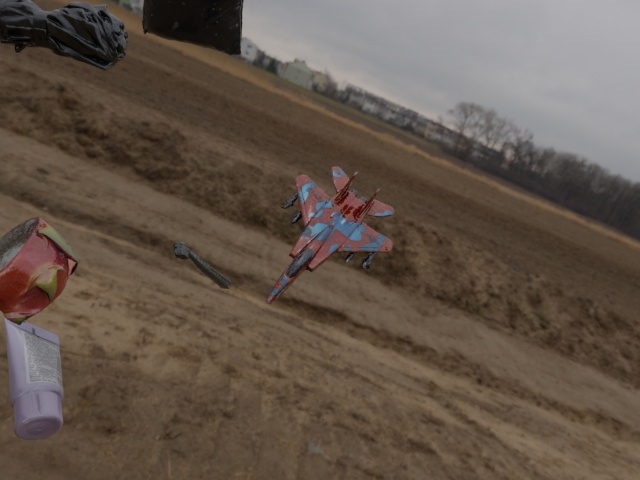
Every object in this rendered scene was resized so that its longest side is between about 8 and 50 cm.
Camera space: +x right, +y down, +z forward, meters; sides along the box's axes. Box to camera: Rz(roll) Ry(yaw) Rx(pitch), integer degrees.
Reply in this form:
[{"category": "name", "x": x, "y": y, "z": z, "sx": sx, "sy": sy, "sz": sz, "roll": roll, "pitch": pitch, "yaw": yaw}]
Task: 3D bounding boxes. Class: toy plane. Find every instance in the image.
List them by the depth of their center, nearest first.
[{"category": "toy plane", "x": -0.001, "y": 0.001, "z": 0.602, "sx": 0.130, "sy": 0.189, "sz": 0.061, "roll": 39, "pitch": -26, "yaw": 3}]

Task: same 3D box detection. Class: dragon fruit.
[{"category": "dragon fruit", "x": -0.218, "y": 0.019, "z": 0.441, "sx": 0.056, "sy": 0.060, "sz": 0.083, "roll": 53, "pitch": 3, "yaw": -28}]

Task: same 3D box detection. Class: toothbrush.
[{"category": "toothbrush", "x": -0.267, "y": 0.067, "z": 1.327, "sx": 0.030, "sy": 0.030, "sz": 0.297, "roll": -12, "pitch": -22, "yaw": 8}]

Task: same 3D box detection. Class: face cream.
[{"category": "face cream", "x": -0.618, "y": 0.287, "z": 1.242, "sx": 0.154, "sy": 0.096, "sz": 0.273, "roll": 44, "pitch": 14, "yaw": -49}]

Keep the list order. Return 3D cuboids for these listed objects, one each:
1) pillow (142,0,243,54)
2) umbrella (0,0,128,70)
[{"category": "pillow", "x": -0.145, "y": -0.322, "z": 0.666, "sx": 0.141, "sy": 0.208, "sz": 0.055, "roll": 18, "pitch": 45, "yaw": 4}, {"category": "umbrella", "x": -0.522, "y": -0.386, "z": 1.036, "sx": 0.340, "sy": 0.118, "sz": 0.118, "roll": 8, "pitch": 14, "yaw": 0}]
